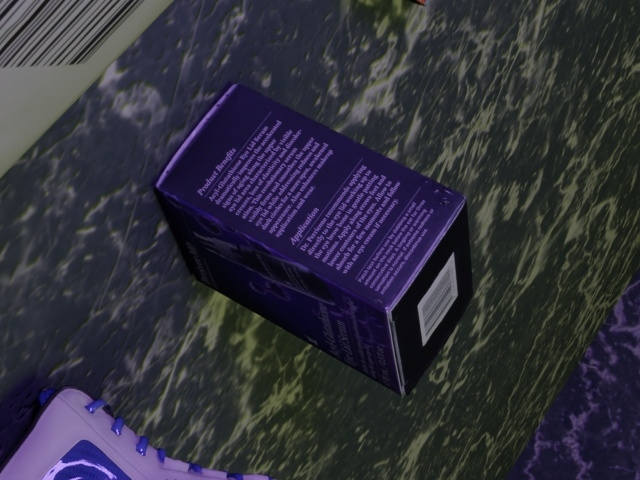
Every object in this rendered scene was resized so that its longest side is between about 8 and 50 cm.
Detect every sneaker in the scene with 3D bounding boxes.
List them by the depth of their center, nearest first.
[{"bbox_3d":[-0.122,0.180,0.979,0.315,0.182,0.127,-9,151,-20],"label":"sneaker"}]

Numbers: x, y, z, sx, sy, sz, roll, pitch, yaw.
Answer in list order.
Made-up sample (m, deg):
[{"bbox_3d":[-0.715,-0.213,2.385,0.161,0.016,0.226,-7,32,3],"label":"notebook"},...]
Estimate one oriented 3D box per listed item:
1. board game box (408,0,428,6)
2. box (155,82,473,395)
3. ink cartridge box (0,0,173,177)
[{"bbox_3d":[0.078,-0.283,1.122,0.170,0.048,0.141,-65,157,7],"label":"board game box"},{"bbox_3d":[0.000,0.000,1.055,0.108,0.207,0.153,-54,156,-20],"label":"box"},{"bbox_3d":[-0.204,-0.070,0.347,0.395,0.166,0.285,-41,167,24],"label":"ink cartridge box"}]
